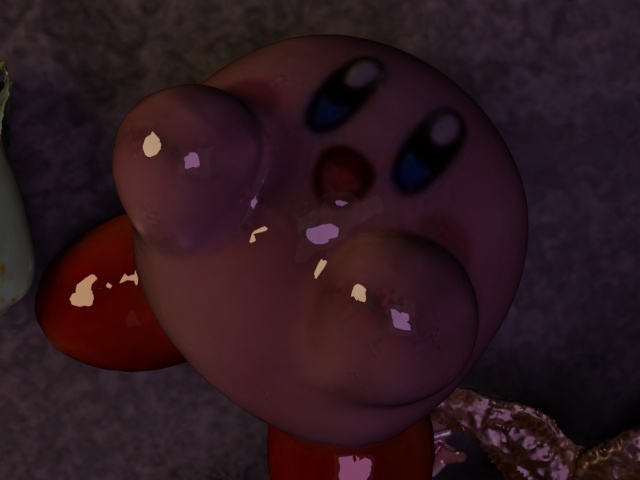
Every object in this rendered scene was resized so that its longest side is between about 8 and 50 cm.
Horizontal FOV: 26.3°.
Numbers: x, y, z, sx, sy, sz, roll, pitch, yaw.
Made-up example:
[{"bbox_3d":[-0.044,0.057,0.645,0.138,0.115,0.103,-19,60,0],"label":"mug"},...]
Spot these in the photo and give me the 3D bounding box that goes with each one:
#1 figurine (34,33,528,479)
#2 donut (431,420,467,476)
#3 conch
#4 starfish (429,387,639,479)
[{"bbox_3d":[0.001,0.001,0.778,0.270,0.211,0.261,36,145,9],"label":"figurine"},{"bbox_3d":[0.059,0.185,0.918,0.117,0.065,0.166,-32,108,4],"label":"donut"},{"bbox_3d":[-0.225,-0.023,0.812,0.106,0.079,0.170,-3,94,-12],"label":"conch"},{"bbox_3d":[0.150,0.170,0.847,0.236,0.062,0.277,22,115,5],"label":"starfish"}]
